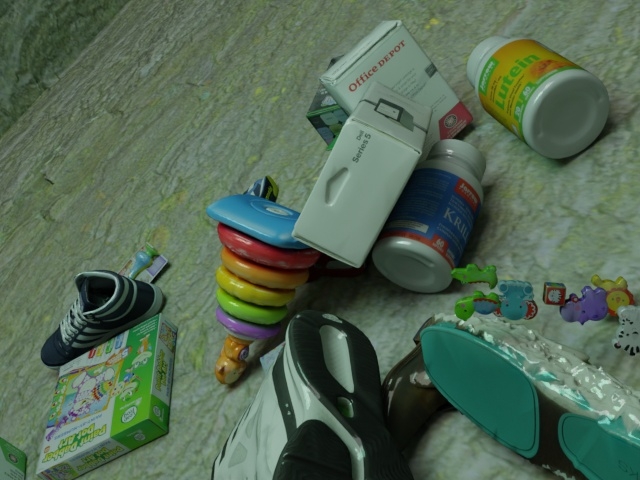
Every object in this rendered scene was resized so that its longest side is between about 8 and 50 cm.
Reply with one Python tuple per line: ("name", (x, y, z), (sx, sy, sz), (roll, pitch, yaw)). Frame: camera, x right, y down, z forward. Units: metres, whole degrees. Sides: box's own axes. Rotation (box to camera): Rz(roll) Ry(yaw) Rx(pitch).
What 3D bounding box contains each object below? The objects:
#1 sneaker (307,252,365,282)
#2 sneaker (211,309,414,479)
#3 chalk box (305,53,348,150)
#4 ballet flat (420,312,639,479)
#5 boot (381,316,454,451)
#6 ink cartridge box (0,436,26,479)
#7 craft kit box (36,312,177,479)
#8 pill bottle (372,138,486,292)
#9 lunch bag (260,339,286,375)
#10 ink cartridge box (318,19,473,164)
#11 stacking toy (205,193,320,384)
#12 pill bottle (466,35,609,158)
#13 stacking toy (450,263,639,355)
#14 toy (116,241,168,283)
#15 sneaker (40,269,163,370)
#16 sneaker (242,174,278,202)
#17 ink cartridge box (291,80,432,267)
("sneaker", (0.000, 0.000, 1.446), (0.221, 0.087, 0.128), (5, 45, 31))
("sneaker", (-0.024, 0.314, 1.013), (0.257, 0.169, 0.447), (-60, 17, 30))
("chalk box", (0.073, -0.238, 1.582), (0.132, 0.132, 0.213), (-9, 47, 37))
("ballet flat", (0.283, 0.187, 0.923), (0.147, 0.147, 0.409), (-48, 40, -10))
("boot", (0.148, 0.186, 1.078), (0.106, 0.082, 0.219), (-1, 48, 46))
("ink cartridge box", (-0.593, 0.430, 1.448), (0.093, 0.160, 0.219), (-35, 36, 8))
("craft kit box", (-0.372, 0.277, 1.502), (0.250, 0.061, 0.246), (-29, 39, 17))
("pill bottle", (0.171, -0.043, 1.272), (0.124, 0.124, 0.221), (-3, 50, 42))
("lunch bag", (-0.045, 0.195, 1.280), (0.071, 0.053, 0.083), (-35, 44, 11))
("ink cartridge box", (0.126, -0.240, 1.444), (0.158, 0.218, 0.092), (-42, 23, -2))
("stacking toy", (-0.108, 0.093, 1.333), (0.166, 0.175, 0.301), (24, 104, 25))
("pill bottle", (0.325, -0.236, 1.329), (0.136, 0.136, 0.245), (-38, 34, 5))
("stacking toy", (0.260, 0.074, 0.976), (0.221, 0.052, 0.167), (5, 11, 8))
("toy", (-0.428, 0.098, 1.750), (0.237, 0.056, 0.137), (-47, 34, -9))
("sneaker", (-0.453, 0.148, 1.616), (0.282, 0.153, 0.099), (-31, 64, 12))
("sneaker", (-0.129, -0.065, 1.652), (0.059, 0.053, 0.144), (-16, 33, 31))
("ink cartridge box", (0.069, -0.107, 1.276), (0.198, 0.115, 0.273), (-63, 0, 24))
